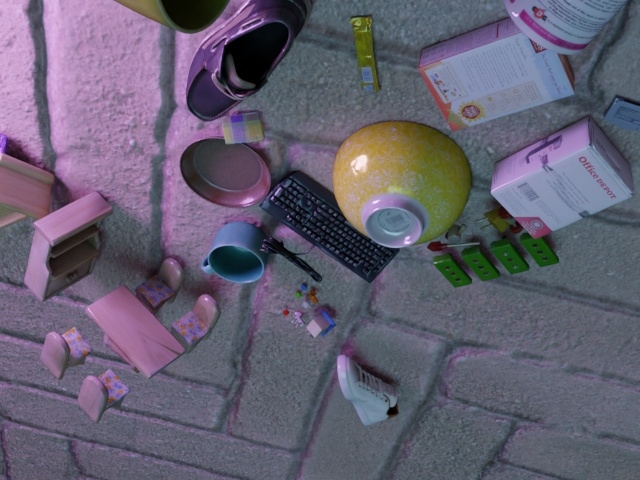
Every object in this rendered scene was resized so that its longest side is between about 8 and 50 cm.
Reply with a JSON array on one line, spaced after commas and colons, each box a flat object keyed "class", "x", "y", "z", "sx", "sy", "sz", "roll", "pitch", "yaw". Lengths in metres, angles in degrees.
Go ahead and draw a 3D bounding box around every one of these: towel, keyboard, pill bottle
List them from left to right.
[{"class": "towel", "x": -0.154, "y": -0.224, "z": 1.752, "sx": 0.083, "sy": 0.009, "sz": 0.060, "roll": -7, "pitch": 103, "yaw": 6}, {"class": "keyboard", "x": 0.000, "y": 0.000, "z": 1.912, "sx": 0.317, "sy": 0.033, "sz": 0.201, "roll": 35, "pitch": 112, "yaw": -21}, {"class": "pill bottle", "x": 0.418, "y": -0.430, "z": 1.307, "sx": 0.160, "sy": 0.160, "sz": 0.283, "roll": 26, "pitch": 136, "yaw": -13}]

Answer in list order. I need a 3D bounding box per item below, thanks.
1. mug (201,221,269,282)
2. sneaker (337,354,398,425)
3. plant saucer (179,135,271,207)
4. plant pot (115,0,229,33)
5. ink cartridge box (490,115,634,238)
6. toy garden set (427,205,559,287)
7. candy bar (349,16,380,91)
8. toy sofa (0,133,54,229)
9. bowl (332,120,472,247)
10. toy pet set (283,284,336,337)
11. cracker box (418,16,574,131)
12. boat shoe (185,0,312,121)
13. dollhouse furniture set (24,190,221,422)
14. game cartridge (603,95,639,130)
[{"class": "mug", "x": -0.192, "y": 0.018, "z": 1.979, "sx": 0.158, "sy": 0.097, "sz": 0.129, "roll": 8, "pitch": 137, "yaw": 8}, {"class": "sneaker", "x": 0.129, "y": 0.379, "z": 2.285, "sx": 0.123, "sy": 0.105, "sz": 0.290, "roll": -14, "pitch": 139, "yaw": 15}, {"class": "plant saucer", "x": -0.198, "y": -0.151, "z": 1.849, "sx": 0.199, "sy": 0.036, "sz": 0.198, "roll": 7, "pitch": 137, "yaw": 6}, {"class": "plant pot", "x": -0.309, "y": -0.494, "z": 1.381, "sx": 0.294, "sy": 0.274, "sz": 0.274, "roll": 18, "pitch": 139, "yaw": 19}, {"class": "ink cartridge box", "x": 0.461, "y": -0.117, "z": 1.674, "sx": 0.218, "sy": 0.092, "sz": 0.158, "roll": -26, "pitch": 124, "yaw": 37}, {"class": "toy garden set", "x": 0.350, "y": 0.005, "z": 1.854, "sx": 0.244, "sy": 0.049, "sz": 0.204, "roll": -16, "pitch": 139, "yaw": 30}, {"class": "candy bar", "x": 0.083, "y": -0.336, "z": 1.596, "sx": 0.040, "sy": 0.018, "sz": 0.161, "roll": 3, "pitch": 137, "yaw": 16}, {"class": "toy sofa", "x": -0.785, "y": -0.097, "z": 1.999, "sx": 0.363, "sy": 0.177, "sz": 0.150, "roll": -18, "pitch": 153, "yaw": 30}, {"class": "bowl", "x": 0.155, "y": -0.078, "z": 1.747, "sx": 0.290, "sy": 0.156, "sz": 0.289, "roll": 7, "pitch": 137, "yaw": 7}, {"class": "toy pet set", "x": -0.014, "y": 0.172, "z": 2.140, "sx": 0.114, "sy": 0.065, "sz": 0.122, "roll": 49, "pitch": 133, "yaw": 14}, {"class": "cracker box", "x": 0.310, "y": -0.298, "z": 1.541, "sx": 0.232, "sy": 0.067, "sz": 0.155, "roll": -14, "pitch": 131, "yaw": 28}, {"class": "boat shoe", "x": -0.152, "y": -0.326, "z": 1.583, "sx": 0.132, "sy": 0.130, "sz": 0.355, "roll": 30, "pitch": 135, "yaw": -17}, {"class": "dollhouse furniture set", "x": -0.472, "y": 0.127, "z": 1.994, "sx": 0.394, "sy": 0.362, "sz": 0.256, "roll": 44, "pitch": 139, "yaw": 12}, {"class": "game cartridge", "x": 0.561, "y": -0.228, "z": 1.588, "sx": 0.083, "sy": 0.017, "sz": 0.056, "roll": 18, "pitch": 134, "yaw": -4}]
